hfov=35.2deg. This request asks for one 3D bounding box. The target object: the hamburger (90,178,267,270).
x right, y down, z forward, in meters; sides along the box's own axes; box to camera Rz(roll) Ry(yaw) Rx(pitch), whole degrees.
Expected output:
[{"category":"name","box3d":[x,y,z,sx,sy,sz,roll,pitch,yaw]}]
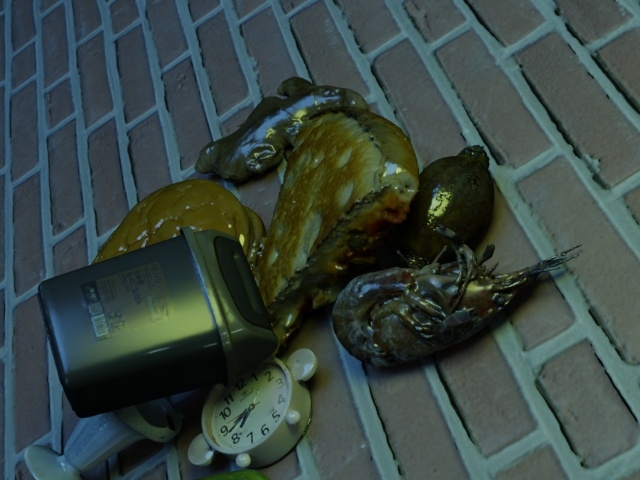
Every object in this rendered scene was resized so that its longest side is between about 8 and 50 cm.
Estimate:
[{"category":"hamburger","box3d":[-0.225,0.038,1.621,0.318,0.158,0.319,-20,47,22]}]

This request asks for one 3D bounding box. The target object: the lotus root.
[{"category":"lotus root","box3d":[0.178,-0.048,1.404,0.120,0.120,0.209,17,69,45]}]

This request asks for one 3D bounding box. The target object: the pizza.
[{"category":"pizza","box3d":[0.000,0.000,1.489,0.406,0.130,0.440,-62,19,9]}]

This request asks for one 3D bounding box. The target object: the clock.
[{"category":"clock","box3d":[-0.087,0.240,1.407,0.229,0.063,0.155,-43,43,3]}]

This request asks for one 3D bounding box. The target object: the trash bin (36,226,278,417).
[{"category":"trash bin","box3d":[-0.221,0.111,1.380,0.290,0.182,0.209,-16,62,-13]}]

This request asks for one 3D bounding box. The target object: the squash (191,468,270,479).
[{"category":"squash","box3d":[-0.162,0.354,1.361,0.229,0.066,0.066,-19,45,26]}]

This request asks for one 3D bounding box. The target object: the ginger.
[{"category":"ginger","box3d":[-0.086,-0.199,1.778,0.333,0.080,0.166,-34,52,13]}]

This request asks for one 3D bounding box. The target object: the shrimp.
[{"category":"shrimp","box3d":[0.173,0.062,1.316,0.343,0.116,0.145,-21,73,15]}]

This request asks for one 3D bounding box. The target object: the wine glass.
[{"category":"wine glass","box3d":[-0.321,0.285,1.488,0.196,0.165,0.165,-47,40,7]}]
